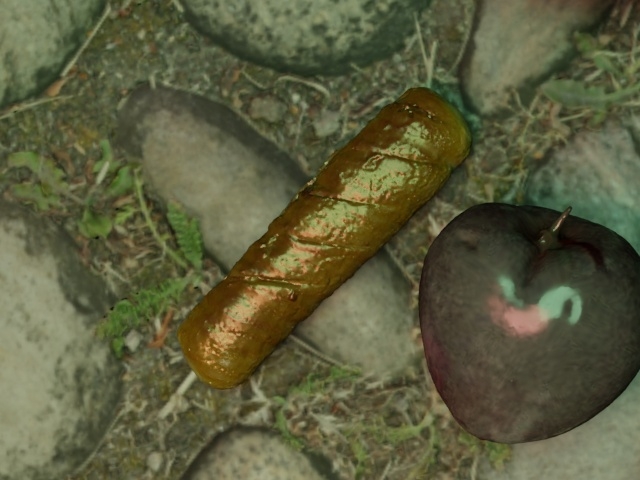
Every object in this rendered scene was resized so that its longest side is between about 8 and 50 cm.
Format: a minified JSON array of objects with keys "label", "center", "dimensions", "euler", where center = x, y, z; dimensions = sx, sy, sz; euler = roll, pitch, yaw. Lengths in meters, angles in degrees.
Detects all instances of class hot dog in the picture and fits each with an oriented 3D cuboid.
[{"label":"hot dog","center":[0.002,0.001,1.132],"dimensions":[0.088,0.061,0.286],"euler":[40,95,0]}]

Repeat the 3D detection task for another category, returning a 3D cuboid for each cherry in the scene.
[{"label":"cherry","center":[0.153,0.056,1.057],"dimensions":[0.176,0.140,0.176],"euler":[7,110,20]}]
